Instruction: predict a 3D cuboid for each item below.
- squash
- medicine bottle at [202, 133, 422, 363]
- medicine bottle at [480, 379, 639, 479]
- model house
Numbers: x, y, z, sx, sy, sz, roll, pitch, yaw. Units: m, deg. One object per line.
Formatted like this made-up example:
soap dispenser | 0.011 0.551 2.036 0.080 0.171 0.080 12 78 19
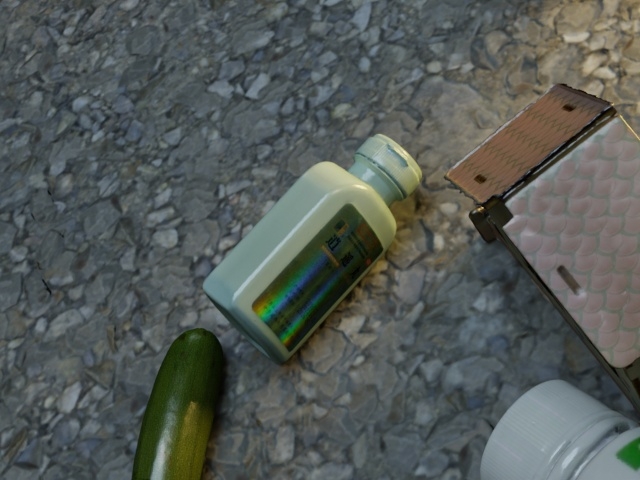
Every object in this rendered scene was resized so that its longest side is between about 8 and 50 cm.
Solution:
squash | -0.138 0.192 1.441 0.066 0.066 0.252 -6 56 25
medicine bottle | 0.000 0.000 1.463 0.229 0.121 0.083 -48 48 -10
medicine bottle | 0.243 0.212 1.175 0.139 0.139 0.237 -48 48 -9
model house | 0.230 -0.018 1.273 0.169 0.244 0.326 -37 47 4
